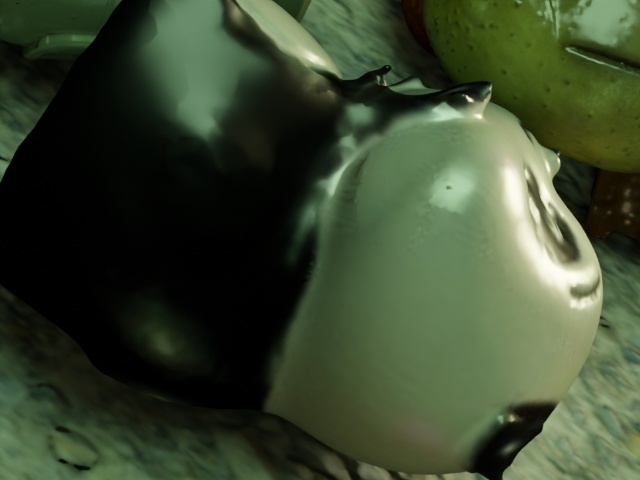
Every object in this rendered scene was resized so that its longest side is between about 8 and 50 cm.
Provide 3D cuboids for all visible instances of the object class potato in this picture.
[{"bbox_3d":[0.177,-0.121,0.844,0.248,0.143,0.169,7,34,-26],"label":"potato"}]

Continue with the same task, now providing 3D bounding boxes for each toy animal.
[{"bbox_3d":[0.000,0.000,0.775,0.310,0.251,0.251,33,48,-6],"label":"toy animal"}]

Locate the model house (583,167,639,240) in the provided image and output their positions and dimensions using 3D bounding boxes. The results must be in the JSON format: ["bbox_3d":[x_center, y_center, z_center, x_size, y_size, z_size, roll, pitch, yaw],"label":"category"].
[{"bbox_3d":[0.296,-0.101,1.012,0.229,0.199,0.219,-13,49,-36],"label":"model house"}]

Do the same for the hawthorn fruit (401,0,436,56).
[{"bbox_3d":[0.174,-0.190,1.081,0.285,0.165,0.165,3,50,-53],"label":"hawthorn fruit"}]

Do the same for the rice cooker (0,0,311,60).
[{"bbox_3d":[-0.105,-0.218,0.898,0.244,0.226,0.226,-3,57,-24],"label":"rice cooker"}]
